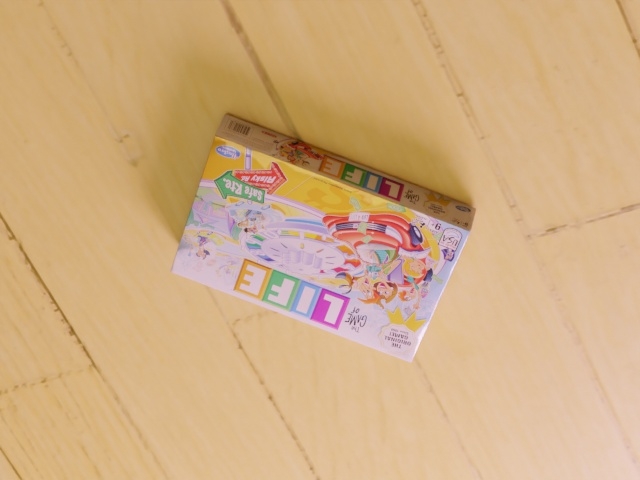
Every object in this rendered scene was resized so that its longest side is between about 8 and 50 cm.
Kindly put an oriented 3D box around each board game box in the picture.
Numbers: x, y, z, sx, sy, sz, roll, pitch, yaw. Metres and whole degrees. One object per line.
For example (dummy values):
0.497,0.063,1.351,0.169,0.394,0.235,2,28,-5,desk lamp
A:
0.000,0.000,1.027,0.154,0.026,0.103,20,125,-1,board game box
